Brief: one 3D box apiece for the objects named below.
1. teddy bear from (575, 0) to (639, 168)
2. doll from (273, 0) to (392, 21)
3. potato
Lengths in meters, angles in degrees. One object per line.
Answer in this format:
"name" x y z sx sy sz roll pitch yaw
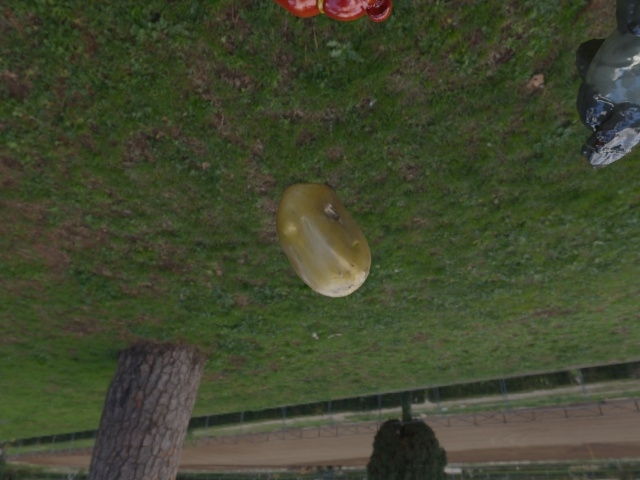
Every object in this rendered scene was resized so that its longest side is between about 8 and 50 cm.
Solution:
"teddy bear" 0.364 -0.216 0.468 0.144 0.171 0.251 0 139 2
"doll" -0.028 -0.481 0.738 0.183 0.363 0.160 -50 170 6
"potato" 0.000 0.000 0.831 0.146 0.234 0.150 -33 -174 12
